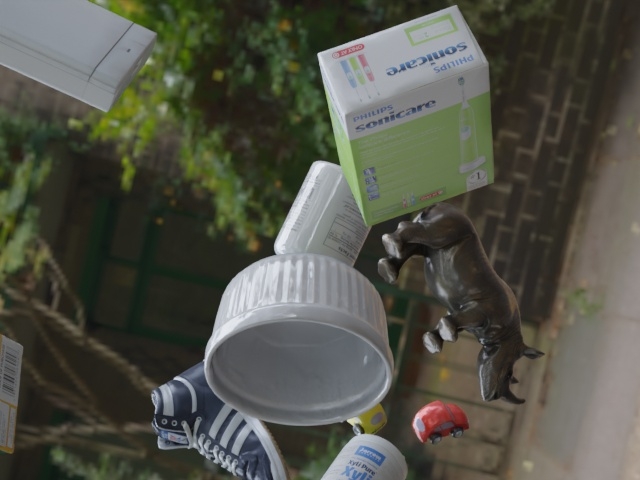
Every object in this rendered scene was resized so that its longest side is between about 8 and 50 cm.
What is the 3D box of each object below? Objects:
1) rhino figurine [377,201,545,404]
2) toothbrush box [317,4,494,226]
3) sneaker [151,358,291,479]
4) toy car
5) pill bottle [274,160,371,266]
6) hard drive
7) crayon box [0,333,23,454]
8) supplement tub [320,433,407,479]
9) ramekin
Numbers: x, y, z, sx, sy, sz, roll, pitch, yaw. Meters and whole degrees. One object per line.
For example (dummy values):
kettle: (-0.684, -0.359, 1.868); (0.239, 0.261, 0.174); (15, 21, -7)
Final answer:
rhino figurine: (0.154, 0.070, 1.420); (0.106, 0.243, 0.073); (-38, 14, -27)
toothbrush box: (0.127, -0.169, 1.946); (0.283, 0.206, 0.122); (75, 174, -59)
sneaker: (-0.162, 0.316, 2.136); (0.282, 0.153, 0.099); (56, 159, 31)
toy car: (0.124, 0.339, 2.305); (0.225, 0.239, 0.053); (-74, -11, -48)
pill bottle: (0.000, 0.000, 2.209); (0.131, 0.131, 0.229); (115, 180, -82)
hard drive: (-0.385, -0.279, 1.660); (0.233, 0.353, 0.047); (-77, 12, -65)
crayon box: (-0.632, 0.226, 2.319); (0.323, 0.083, 0.203); (45, -139, -58)
supplement tub: (0.033, 0.246, 1.339); (0.107, 0.071, 0.071); (-50, -19, -47)
ramekin: (-0.021, 0.105, 1.526); (0.207, 0.207, 0.109); (105, 171, -50)
